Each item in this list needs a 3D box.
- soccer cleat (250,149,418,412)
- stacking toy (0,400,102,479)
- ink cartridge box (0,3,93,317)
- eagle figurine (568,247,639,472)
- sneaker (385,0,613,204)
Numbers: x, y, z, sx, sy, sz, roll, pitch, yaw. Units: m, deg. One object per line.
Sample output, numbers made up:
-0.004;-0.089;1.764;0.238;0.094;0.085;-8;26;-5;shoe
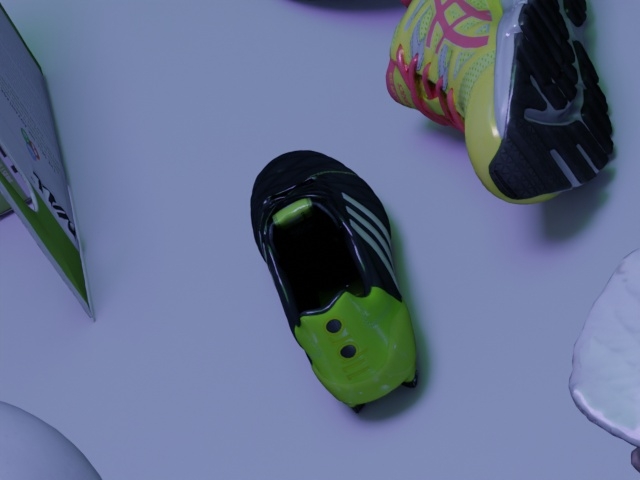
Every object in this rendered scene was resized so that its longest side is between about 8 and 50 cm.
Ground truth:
0.000;0.000;0.876;0.060;0.072;0.179;-28;35;4;soccer cleat
-0.315;0.130;0.829;0.480;0.350;0.350;2;43;10;stacking toy
-0.213;-0.076;1.022;0.097;0.189;0.255;-27;36;4;ink cartridge box
0.169;0.111;0.497;0.225;0.298;0.226;17;86;0;eagle figurine
0.074;-0.075;0.920;0.094;0.081;0.208;-25;28;20;sneaker
